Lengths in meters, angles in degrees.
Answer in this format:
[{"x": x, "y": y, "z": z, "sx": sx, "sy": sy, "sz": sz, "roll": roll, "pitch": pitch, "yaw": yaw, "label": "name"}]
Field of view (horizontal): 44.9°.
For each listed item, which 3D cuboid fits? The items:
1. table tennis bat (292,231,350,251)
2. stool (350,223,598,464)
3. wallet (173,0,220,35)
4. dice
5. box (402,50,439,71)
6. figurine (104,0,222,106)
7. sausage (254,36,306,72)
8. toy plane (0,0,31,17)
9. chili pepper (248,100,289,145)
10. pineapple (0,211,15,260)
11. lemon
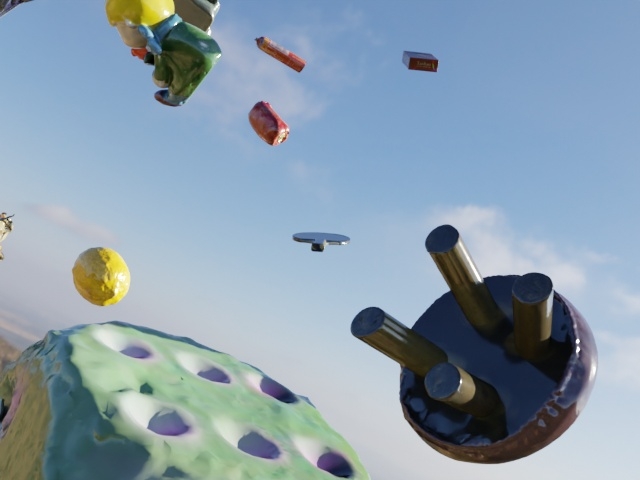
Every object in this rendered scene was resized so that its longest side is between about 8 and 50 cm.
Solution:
[{"x": 0.000, "y": 0.000, "z": 1.238, "sx": 0.095, "sy": 0.014, "sz": 0.158, "roll": 5, "pitch": 8, "yaw": 3, "label": "table tennis bat"}, {"x": 0.194, "y": 0.128, "z": 0.990, "sx": 0.272, "sy": 0.272, "sz": 0.178, "roll": 14, "pitch": -27, "yaw": 46, "label": "stool"}, {"x": -0.377, "y": -0.547, "z": 1.867, "sx": 0.252, "sy": 0.083, "sz": 0.360, "roll": 41, "pitch": -25, "yaw": -9, "label": "wallet"}, {"x": -0.160, "y": 0.277, "z": 0.712, "sx": 0.322, "sy": 0.330, "sz": 0.318, "roll": 23, "pitch": 3, "yaw": -30, "label": "dice"}, {"x": 0.174, "y": -0.313, "z": 1.355, "sx": 0.051, "sy": 0.023, "sz": 0.082, "roll": 6, "pitch": 21, "yaw": -4, "label": "box"}, {"x": -0.289, "y": -0.349, "z": 1.316, "sx": 0.234, "sy": 0.127, "sz": 0.185, "roll": 35, "pitch": -29, "yaw": -15, "label": "figurine"}, {"x": -0.096, "y": -0.431, "z": 1.782, "sx": 0.129, "sy": 0.034, "sz": 0.034, "roll": 27, "pitch": -11, "yaw": -18, "label": "sausage"}, {"x": -0.446, "y": -0.331, "z": 1.012, "sx": 0.212, "sy": 0.267, "sz": 0.088, "roll": 45, "pitch": 12, "yaw": 2, "label": "toy plane"}, {"x": -0.125, "y": -0.280, "z": 1.868, "sx": 0.123, "sy": 0.073, "sz": 0.070, "roll": 50, "pitch": -23, "yaw": 36, "label": "chili pepper"}, {"x": -0.639, "y": -0.023, "z": 1.183, "sx": 0.334, "sy": 0.161, "sz": 0.158, "roll": 23, "pitch": -17, "yaw": -3, "label": "pineapple"}, {"x": -0.460, "y": 0.073, "z": 1.618, "sx": 0.114, "sy": 0.114, "sz": 0.155, "roll": 38, "pitch": 3, "yaw": -46, "label": "lemon"}]
